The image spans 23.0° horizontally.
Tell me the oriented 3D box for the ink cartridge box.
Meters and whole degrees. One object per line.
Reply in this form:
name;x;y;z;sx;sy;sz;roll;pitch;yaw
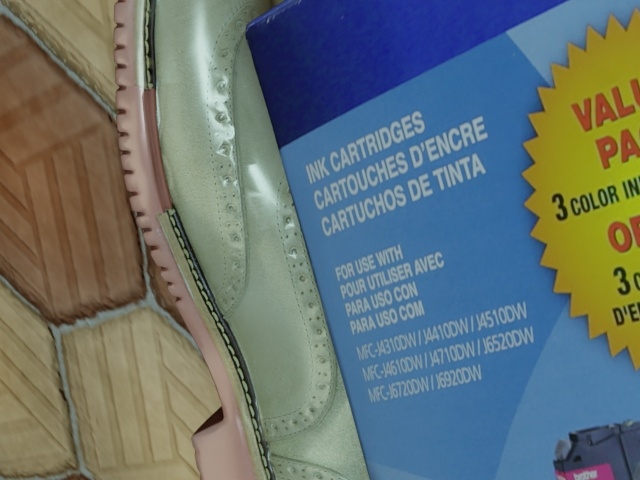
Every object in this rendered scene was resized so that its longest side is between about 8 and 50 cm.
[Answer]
ink cartridge box;0.127;0.004;0.543;0.270;0.151;0.395;-22;81;55

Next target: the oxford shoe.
oxford shoe;0.000;0.000;0.788;0.146;0.140;0.397;-8;108;17
